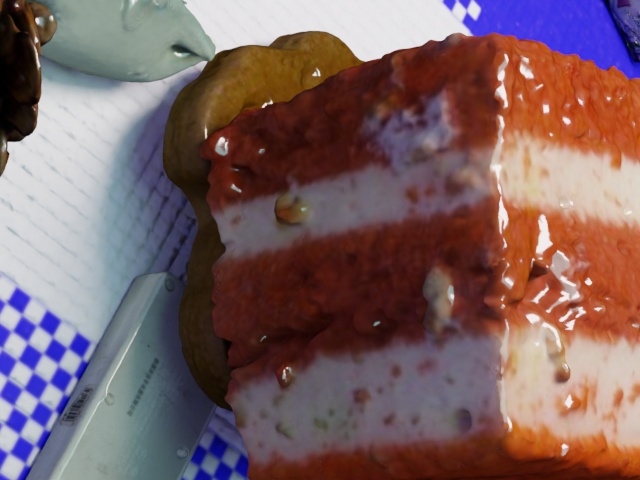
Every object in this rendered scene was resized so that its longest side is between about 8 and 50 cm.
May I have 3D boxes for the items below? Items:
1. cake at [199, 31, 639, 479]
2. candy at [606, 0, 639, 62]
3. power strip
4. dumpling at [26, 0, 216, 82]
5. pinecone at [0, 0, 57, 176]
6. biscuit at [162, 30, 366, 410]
[{"bbox_3d":[0.100,0.034,1.111,0.270,0.269,0.319,10,71,-49],"label":"cake"},{"bbox_3d":[0.317,-0.334,1.587,0.061,0.088,0.312,-39,110,-32],"label":"candy"},{"bbox_3d":[-0.170,0.192,1.137,0.106,0.043,0.367,42,59,-28],"label":"power strip"},{"bbox_3d":[-0.171,-0.204,1.146,0.217,0.105,0.149,19,72,-37],"label":"dumpling"},{"bbox_3d":[-0.295,-0.119,0.959,0.273,0.224,0.224,-13,93,-37],"label":"pinecone"},{"bbox_3d":[0.000,0.000,1.262,0.381,0.074,0.359,-42,110,-44],"label":"biscuit"}]
